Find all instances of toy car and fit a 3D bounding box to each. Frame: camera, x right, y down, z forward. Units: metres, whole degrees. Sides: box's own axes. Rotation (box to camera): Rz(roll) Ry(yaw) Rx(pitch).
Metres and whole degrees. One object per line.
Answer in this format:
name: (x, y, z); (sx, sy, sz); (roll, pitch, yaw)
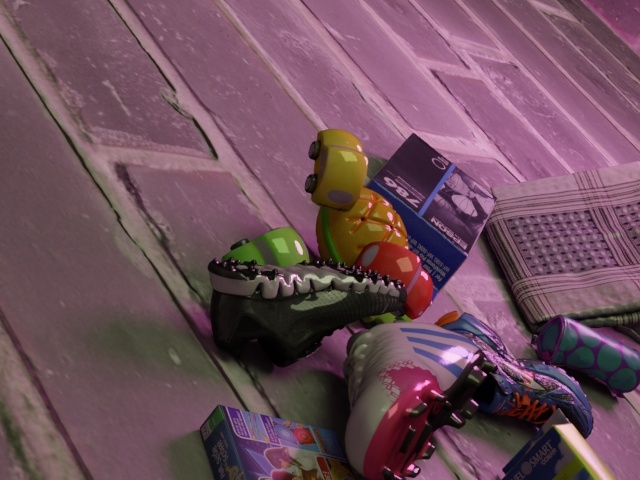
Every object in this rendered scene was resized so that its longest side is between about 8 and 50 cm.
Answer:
toy car: (0.000, 0.000, 1.359); (0.225, 0.053, 0.239); (-22, 81, -29)

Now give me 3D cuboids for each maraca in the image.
maraca: (0.057, 0.019, 1.472); (0.127, 0.099, 0.186); (-17, 83, -48)

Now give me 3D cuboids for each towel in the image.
towel: (0.413, 0.002, 1.819); (0.324, 0.056, 0.312); (-6, 39, -7)

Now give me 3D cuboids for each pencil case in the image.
pencil case: (0.359, 0.154, 1.670); (0.151, 0.070, 0.064); (24, -6, -23)

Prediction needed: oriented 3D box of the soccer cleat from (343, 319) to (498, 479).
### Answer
soccer cleat: (0.067, 0.151, 1.253); (0.143, 0.116, 0.331); (27, 14, 18)

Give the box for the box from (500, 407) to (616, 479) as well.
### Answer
box: (0.255, 0.273, 1.282); (0.042, 0.109, 0.178); (5, 40, -46)

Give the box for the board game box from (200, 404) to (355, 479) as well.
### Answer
board game box: (-0.016, 0.236, 1.075); (0.136, 0.035, 0.201); (19, 31, -35)

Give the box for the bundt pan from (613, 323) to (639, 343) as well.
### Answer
bundt pan: (0.504, 0.023, 2.014); (0.330, 0.124, 0.331); (29, 26, -16)

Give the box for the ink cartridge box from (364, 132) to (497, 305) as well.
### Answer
ink cartridge box: (0.139, -0.039, 1.711); (0.165, 0.065, 0.333); (39, 26, 0)

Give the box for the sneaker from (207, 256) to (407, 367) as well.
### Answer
sneaker: (-0.016, 0.075, 1.269); (0.234, 0.106, 0.078); (3, 11, -36)

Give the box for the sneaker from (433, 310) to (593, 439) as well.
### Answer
sneaker: (0.216, 0.176, 1.451); (0.221, 0.083, 0.087); (30, 39, -4)
